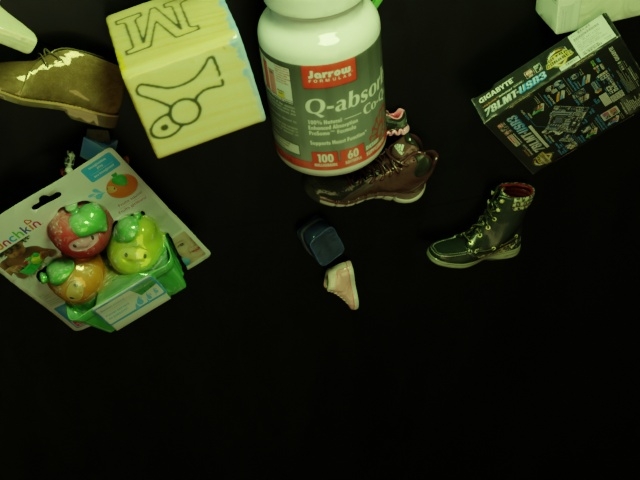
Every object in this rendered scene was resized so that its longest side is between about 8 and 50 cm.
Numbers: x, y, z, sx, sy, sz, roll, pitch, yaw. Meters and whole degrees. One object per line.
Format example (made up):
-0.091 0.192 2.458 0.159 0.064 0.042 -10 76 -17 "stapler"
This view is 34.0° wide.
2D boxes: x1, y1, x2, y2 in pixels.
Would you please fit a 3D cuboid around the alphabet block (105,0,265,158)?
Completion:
-0.223 -0.285 1.741 0.197 0.193 0.192 -20 134 -4 "alphabet block"

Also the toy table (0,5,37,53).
-0.553 -0.367 1.558 0.252 0.161 0.274 7 126 -27 "toy table"

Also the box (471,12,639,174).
0.482 -0.276 2.049 0.293 0.073 0.295 -31 149 19 "box"

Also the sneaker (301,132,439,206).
0.108 -0.153 2.042 0.281 0.106 0.162 -5 147 -31 "sneaker"

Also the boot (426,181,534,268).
0.351 -0.036 2.277 0.236 0.085 0.178 -8 131 -24 "boot"

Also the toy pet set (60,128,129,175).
-0.399 -0.140 1.893 0.122 0.065 0.114 3 129 -25 "toy pet set"

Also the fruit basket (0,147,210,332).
-0.422 0.021 1.946 0.327 0.165 0.353 -30 143 7 "fruit basket"

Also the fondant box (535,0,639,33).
0.568 -0.531 1.900 0.330 0.096 0.238 -15 135 -10 "fondant box"

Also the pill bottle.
0.003 -0.307 1.799 0.210 0.210 0.363 -16 135 -8 "pill bottle"

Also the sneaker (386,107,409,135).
0.117 -0.228 2.038 0.119 0.047 0.057 -16 128 -18 "sneaker"

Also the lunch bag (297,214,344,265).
0.000 0.000 2.183 0.067 0.065 0.098 -36 135 -10 "lunch bag"

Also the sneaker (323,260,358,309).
0.043 0.104 2.307 0.070 0.051 0.134 -16 131 -6 "sneaker"

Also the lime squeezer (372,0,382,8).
0.101 -0.474 1.793 0.110 0.059 0.310 -11 135 -12 "lime squeezer"

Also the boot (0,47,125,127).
-0.466 -0.277 1.731 0.305 0.112 0.115 9 110 -36 "boot"
